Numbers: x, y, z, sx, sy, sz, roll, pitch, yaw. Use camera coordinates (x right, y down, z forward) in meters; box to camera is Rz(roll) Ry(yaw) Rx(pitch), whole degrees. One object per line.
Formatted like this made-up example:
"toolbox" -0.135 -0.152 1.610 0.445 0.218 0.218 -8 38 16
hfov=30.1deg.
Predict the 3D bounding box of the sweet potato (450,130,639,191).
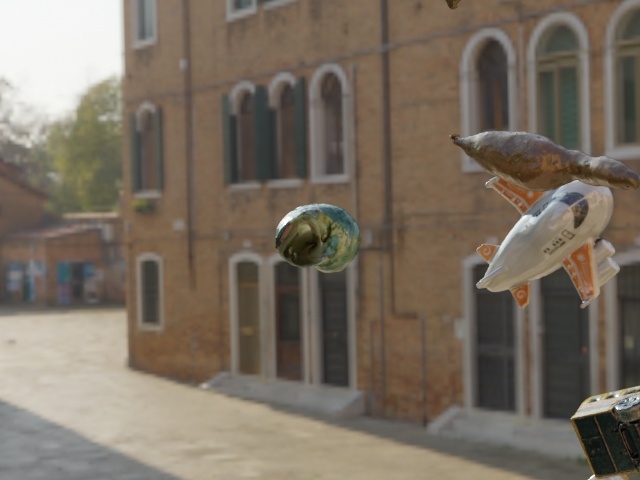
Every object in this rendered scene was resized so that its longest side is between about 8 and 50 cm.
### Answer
"sweet potato" 0.289 -0.096 1.515 0.270 0.074 0.075 16 11 38

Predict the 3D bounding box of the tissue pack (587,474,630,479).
"tissue pack" 0.502 0.537 2.041 0.185 0.225 0.124 -46 -37 19

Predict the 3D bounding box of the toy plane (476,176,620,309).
"toy plane" 0.341 -0.004 1.817 0.245 0.244 0.117 -1 1 32

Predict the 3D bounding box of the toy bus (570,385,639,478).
"toy bus" 0.546 0.260 1.744 0.336 0.121 0.123 -19 8 32

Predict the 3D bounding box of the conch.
"conch" -0.003 -0.001 2.581 0.188 0.175 0.122 39 -23 -13

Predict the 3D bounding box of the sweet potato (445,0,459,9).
"sweet potato" 0.246 -0.563 2.001 0.079 0.346 0.108 4 15 -36
